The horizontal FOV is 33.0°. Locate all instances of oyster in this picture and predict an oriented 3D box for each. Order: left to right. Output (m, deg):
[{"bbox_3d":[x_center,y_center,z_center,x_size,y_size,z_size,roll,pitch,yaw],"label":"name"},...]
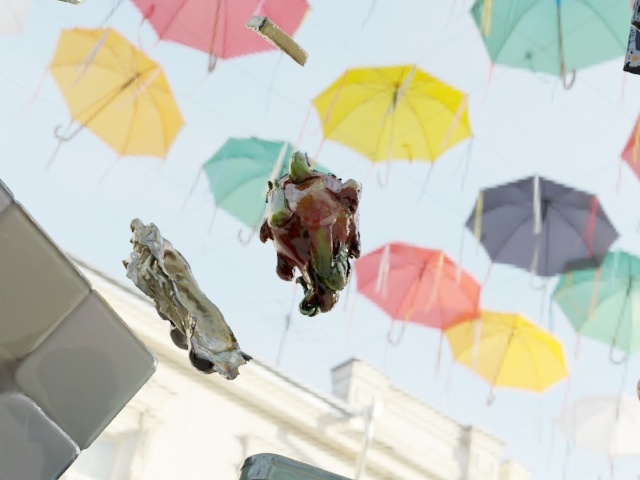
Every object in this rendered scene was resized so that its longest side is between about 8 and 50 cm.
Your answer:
[{"bbox_3d":[-0.253,0.097,1.845,0.096,0.361,0.221,-36,-17,-2],"label":"oyster"}]

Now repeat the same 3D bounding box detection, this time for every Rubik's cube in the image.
[{"bbox_3d":[-0.433,0.098,1.010,0.344,0.346,0.347,13,-37,50],"label":"Rubik's cube"}]

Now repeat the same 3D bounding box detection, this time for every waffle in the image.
[{"bbox_3d":[-0.081,-0.280,1.390,0.023,0.153,0.097,-51,-44,5],"label":"waffle"}]

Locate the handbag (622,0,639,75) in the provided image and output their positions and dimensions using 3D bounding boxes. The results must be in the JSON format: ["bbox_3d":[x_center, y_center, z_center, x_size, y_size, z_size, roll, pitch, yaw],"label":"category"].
[{"bbox_3d":[0.574,-0.305,1.443,0.303,0.329,0.122,11,-51,15],"label":"handbag"}]

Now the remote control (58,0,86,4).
[{"bbox_3d":[-0.160,-0.129,0.389,0.162,0.061,0.029,7,-7,-30],"label":"remote control"}]

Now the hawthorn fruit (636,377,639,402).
[{"bbox_3d":[0.364,0.154,1.105,0.077,0.077,0.077,7,-38,6],"label":"hawthorn fruit"}]

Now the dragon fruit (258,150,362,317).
[{"bbox_3d":[0.000,0.000,1.243,0.138,0.175,0.142,-30,-37,32],"label":"dragon fruit"}]

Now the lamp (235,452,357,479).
[{"bbox_3d":[0.037,0.306,0.890,0.266,0.047,0.269,18,-54,2],"label":"lamp"}]
